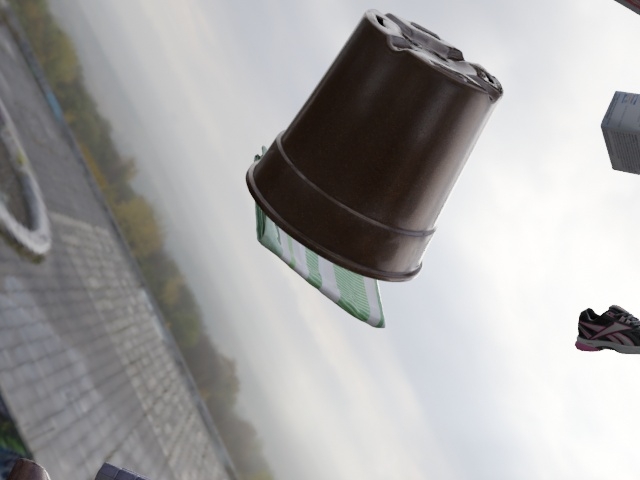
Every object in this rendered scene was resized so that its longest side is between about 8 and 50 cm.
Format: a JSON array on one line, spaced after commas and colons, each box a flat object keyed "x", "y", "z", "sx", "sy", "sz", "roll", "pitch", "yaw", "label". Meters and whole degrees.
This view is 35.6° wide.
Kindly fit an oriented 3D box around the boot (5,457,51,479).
[{"x": -0.262, "y": 0.248, "z": 0.714, "sx": 0.248, "sy": 0.090, "sz": 0.207, "roll": 91, "pitch": 14, "yaw": -56, "label": "boot"}]

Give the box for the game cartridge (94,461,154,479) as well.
[{"x": -0.201, "y": 0.472, "z": 1.653, "sx": 0.230, "sy": 0.068, "sz": 0.355, "roll": 19, "pitch": -22, "yaw": 31, "label": "game cartridge"}]

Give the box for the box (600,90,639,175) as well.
[{"x": 0.512, "y": -0.157, "z": 1.522, "sx": 0.137, "sy": 0.072, "sz": 0.126, "roll": 16, "pitch": -20, "yaw": 32, "label": "box"}]

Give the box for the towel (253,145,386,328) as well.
[{"x": 0.000, "y": 0.000, "z": 1.774, "sx": 0.325, "sy": 0.038, "sz": 0.248, "roll": 41, "pitch": 28, "yaw": -35, "label": "towel"}]

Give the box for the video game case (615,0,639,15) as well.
[{"x": 0.380, "y": -0.432, "z": 1.227, "sx": 0.204, "sy": 0.025, "sz": 0.285, "roll": 40, "pitch": -33, "yaw": 25, "label": "video game case"}]

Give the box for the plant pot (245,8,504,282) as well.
[{"x": 0.050, "y": -0.081, "z": 0.791, "sx": 0.167, "sy": 0.165, "sz": 0.167, "roll": 25, "pitch": 24, "yaw": -12, "label": "plant pot"}]

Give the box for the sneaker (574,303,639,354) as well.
[{"x": 0.492, "y": 0.143, "z": 1.622, "sx": 0.178, "sy": 0.072, "sz": 0.077, "roll": -3, "pitch": -87, "yaw": 41, "label": "sneaker"}]
